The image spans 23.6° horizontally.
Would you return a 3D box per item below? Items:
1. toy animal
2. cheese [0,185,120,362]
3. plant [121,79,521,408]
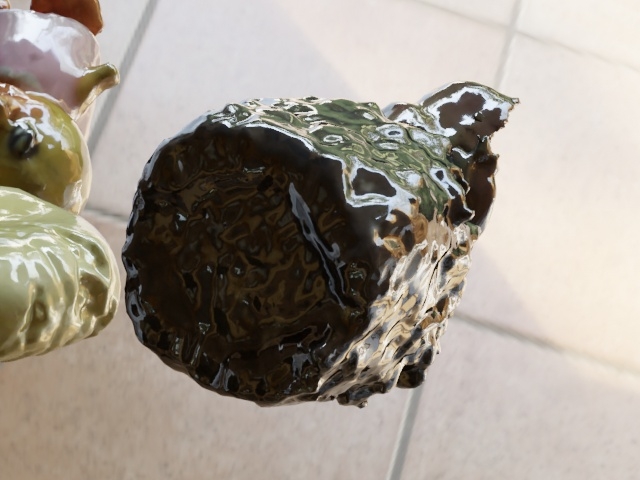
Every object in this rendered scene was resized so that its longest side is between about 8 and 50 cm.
[{"bbox_3d":[-0.274,-0.097,1.362,0.195,0.169,0.281,-9,38,6],"label":"toy animal"},{"bbox_3d":[-0.258,0.029,1.118,0.226,0.117,0.214,16,21,40],"label":"cheese"},{"bbox_3d":[0.000,0.000,0.906,0.178,0.204,0.234,23,19,19],"label":"plant"}]
